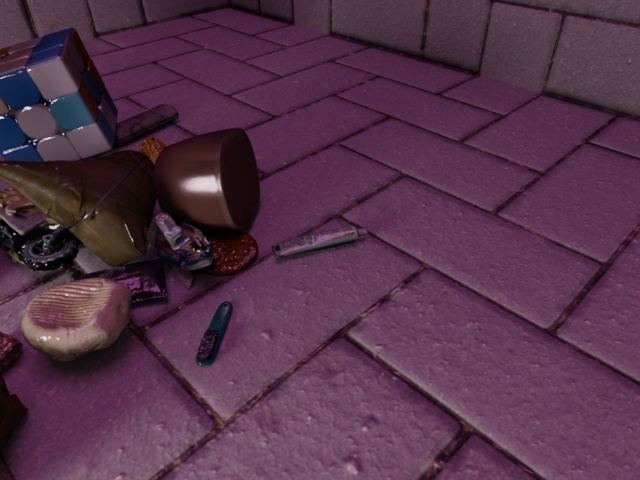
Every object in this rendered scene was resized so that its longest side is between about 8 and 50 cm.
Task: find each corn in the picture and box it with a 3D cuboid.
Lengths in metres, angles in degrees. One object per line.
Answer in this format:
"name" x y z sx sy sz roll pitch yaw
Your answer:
"corn" -0.520 -0.238 1.649 0.115 0.115 0.318 -19 44 -22

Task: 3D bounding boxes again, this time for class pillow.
"pillow" -0.487 0.112 1.236 0.208 0.055 0.141 -12 46 -14

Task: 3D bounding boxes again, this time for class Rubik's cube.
"Rubik's cube" -0.941 -0.476 1.720 0.346 0.347 0.344 -21 40 -3

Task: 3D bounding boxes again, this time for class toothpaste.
"toothpaste" 0.000 0.001 1.378 0.268 0.047 0.069 -11 58 -10

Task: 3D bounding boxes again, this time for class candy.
"candy" -0.709 0.235 1.071 0.110 0.085 0.095 22 51 10

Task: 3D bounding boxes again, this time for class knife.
"knife" -0.399 0.038 1.362 0.047 0.017 0.298 -22 46 -21

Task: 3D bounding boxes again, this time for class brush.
"brush" -0.240 0.200 1.137 0.043 0.032 0.193 4 40 7

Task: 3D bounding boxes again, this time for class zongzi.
"zongzi" -0.592 -0.168 1.271 0.174 0.393 0.356 -30 40 22

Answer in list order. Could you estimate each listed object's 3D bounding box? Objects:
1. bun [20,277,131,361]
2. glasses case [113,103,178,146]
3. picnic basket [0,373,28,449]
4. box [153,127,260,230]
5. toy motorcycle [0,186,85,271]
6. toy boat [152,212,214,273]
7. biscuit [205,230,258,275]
"bun" -0.522 0.180 1.085 0.231 0.133 0.231 -4 30 2
"glasses case" -0.705 -0.456 1.966 0.114 0.060 0.299 22 43 28
"picnic basket" -0.700 0.289 0.804 0.292 0.337 0.337 4 38 6
"box" -0.319 -0.171 1.427 0.216 0.301 0.301 -2 37 14
"toy motorcycle" -0.768 -0.048 1.349 0.410 0.169 0.237 25 33 22
"toy boat" -0.360 0.002 1.291 0.262 0.115 0.114 29 61 35
"biscuit" -0.264 0.027 1.365 0.187 0.027 0.188 -1 38 1
